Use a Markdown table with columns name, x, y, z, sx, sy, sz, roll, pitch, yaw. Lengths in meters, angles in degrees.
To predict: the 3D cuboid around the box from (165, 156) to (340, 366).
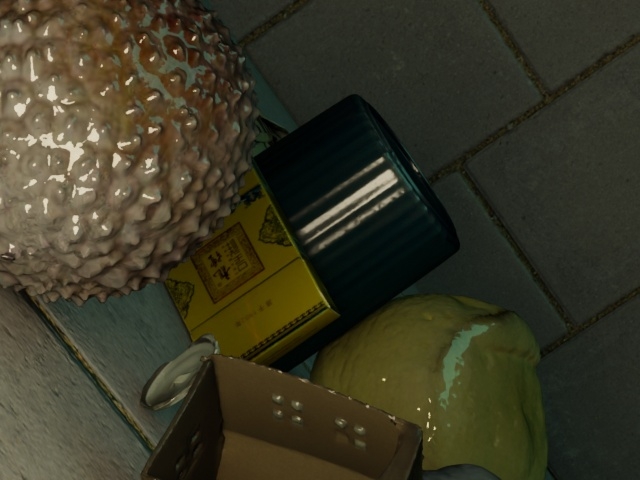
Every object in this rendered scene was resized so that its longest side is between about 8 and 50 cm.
| name | x | y | z | sx | sy | sz | roll | pitch | yaw |
| --- | --- | --- | --- | --- | --- | --- | --- | --- | --- |
| box | -0.103 | 0.015 | 1.874 | 0.279 | 0.153 | 0.041 | 61 | 10 | 31 |

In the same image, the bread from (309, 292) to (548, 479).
| name | x | y | z | sx | sy | sz | roll | pitch | yaw |
| --- | --- | --- | --- | --- | --- | --- | --- | --- | --- |
| bread | 0.136 | 0.213 | 2.079 | 0.320 | 0.237 | 0.321 | 17 | 67 | -44 |

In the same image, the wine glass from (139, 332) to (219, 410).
| name | x | y | z | sx | sy | sz | roll | pitch | yaw |
| --- | --- | --- | --- | --- | --- | --- | --- | --- | --- |
| wine glass | -0.073 | 0.180 | 1.564 | 0.183 | 0.122 | 0.122 | 51 | 9 | -19 |

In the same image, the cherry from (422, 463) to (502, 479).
| name | x | y | z | sx | sy | sz | roll | pitch | yaw |
| --- | --- | --- | --- | --- | --- | --- | --- | --- | --- |
| cherry | 0.115 | 0.335 | 1.664 | 0.296 | 0.218 | 0.255 | 64 | 4 | 17 |

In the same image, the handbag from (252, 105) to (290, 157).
| name | x | y | z | sx | sy | sz | roll | pitch | yaw |
| --- | --- | --- | --- | --- | --- | --- | --- | --- | --- |
| handbag | -0.099 | -0.121 | 2.544 | 0.235 | 0.127 | 0.213 | 24 | 29 | -51 |

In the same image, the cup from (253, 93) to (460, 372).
| name | x | y | z | sx | sy | sz | roll | pitch | yaw |
| --- | --- | --- | --- | --- | --- | --- | --- | --- | --- |
| cup | 0.004 | 0.010 | 2.028 | 0.308 | 0.292 | 0.242 | 46 | 12 | -44 |

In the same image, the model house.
| name | x | y | z | sx | sy | sz | roll | pitch | yaw |
| --- | --- | --- | --- | --- | --- | --- | --- | --- | --- |
| model house | -0.035 | 0.259 | 1.342 | 0.243 | 0.211 | 0.204 | 87 | 28 | -45 |

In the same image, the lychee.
| name | x | y | z | sx | sy | sz | roll | pitch | yaw |
| --- | --- | --- | --- | --- | --- | --- | --- | --- | --- |
| lychee | -0.184 | -0.084 | 1.365 | 0.300 | 0.300 | 0.300 | 54 | 8 | -12 |
